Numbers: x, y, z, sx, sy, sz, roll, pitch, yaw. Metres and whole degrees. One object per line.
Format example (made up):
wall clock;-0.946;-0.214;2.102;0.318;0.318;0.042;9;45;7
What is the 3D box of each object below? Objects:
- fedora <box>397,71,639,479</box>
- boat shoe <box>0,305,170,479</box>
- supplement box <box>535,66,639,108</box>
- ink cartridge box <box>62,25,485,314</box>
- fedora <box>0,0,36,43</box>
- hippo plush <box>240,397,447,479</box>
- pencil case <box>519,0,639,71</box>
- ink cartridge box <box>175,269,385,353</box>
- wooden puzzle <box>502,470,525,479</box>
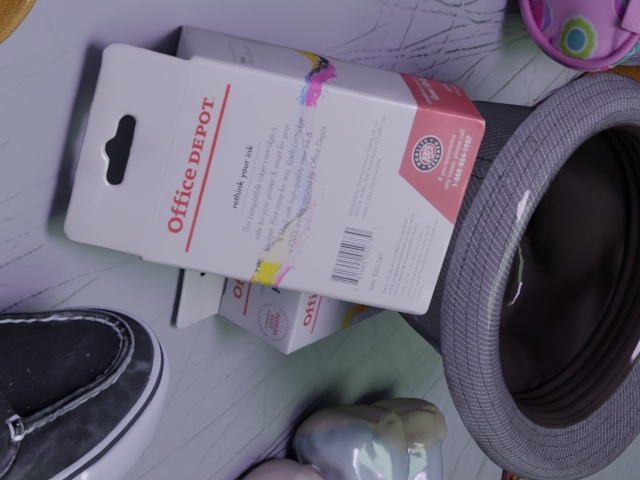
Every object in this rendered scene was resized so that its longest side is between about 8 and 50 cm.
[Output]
fedora;0.126;0.011;1.031;0.244;0.124;0.275;-61;142;-8
boat shoe;-0.190;0.077;0.742;0.306;0.113;0.105;-17;137;-36
supplement box;0.198;-0.064;1.250;0.233;0.080;0.078;-35;143;-41
ink cartridge box;-0.027;-0.041;0.876;0.198;0.067;0.115;12;110;-13
fedora;-0.164;-0.119;0.649;0.194;0.079;0.194;-36;141;-36
hippo plush;0.058;0.265;1.150;0.294;0.236;0.234;-49;148;-21
pencil case;0.253;-0.179;1.198;0.284;0.124;0.124;-6;119;-54
ink cartridge box;0.000;0.000;1.015;0.181;0.061;0.104;-21;131;-49
wooden puzzle;0.183;0.191;1.508;0.049;0.006;0.083;-32;139;-40
